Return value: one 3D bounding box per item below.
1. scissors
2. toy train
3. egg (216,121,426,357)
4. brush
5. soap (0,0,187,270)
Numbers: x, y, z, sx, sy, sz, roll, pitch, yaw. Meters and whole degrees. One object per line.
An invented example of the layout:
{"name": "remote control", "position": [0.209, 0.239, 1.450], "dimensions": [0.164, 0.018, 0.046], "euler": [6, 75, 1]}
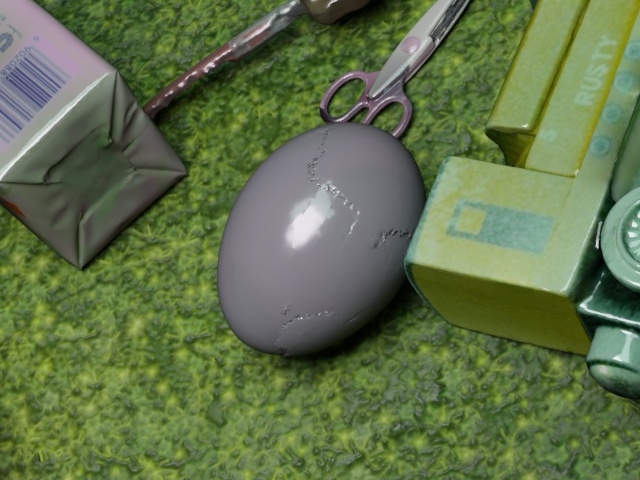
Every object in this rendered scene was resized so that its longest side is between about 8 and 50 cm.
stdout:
{"name": "scissors", "position": [0.075, -0.156, 1.636], "dimensions": [0.085, 0.022, 0.176], "euler": [34, 80, 33]}
{"name": "toy train", "position": [0.235, -0.078, 1.479], "dimensions": [0.253, 0.160, 0.397], "euler": [13, 69, 28]}
{"name": "egg", "position": [0.000, 0.000, 1.510], "dimensions": [0.146, 0.146, 0.199], "euler": [28, 85, 27]}
{"name": "brush", "position": [-0.030, -0.195, 1.658], "dimensions": [0.301, 0.084, 0.071], "euler": [-33, 97, 8]}
{"name": "soap", "position": [-0.242, -0.104, 1.614], "dimensions": [0.199, 0.182, 0.138], "euler": [39, 82, 28]}
